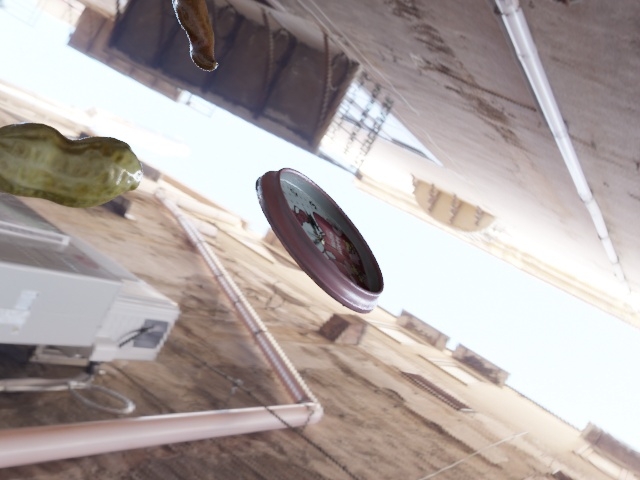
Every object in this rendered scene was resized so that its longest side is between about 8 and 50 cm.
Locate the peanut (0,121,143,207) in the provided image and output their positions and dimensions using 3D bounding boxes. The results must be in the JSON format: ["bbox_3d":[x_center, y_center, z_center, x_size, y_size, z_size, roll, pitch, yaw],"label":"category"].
[{"bbox_3d":[-0.482,-0.138,1.552,0.305,0.147,0.147,12,-96,-10],"label":"peanut"}]

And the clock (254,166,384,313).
[{"bbox_3d":[-0.001,0.001,1.172,0.056,0.244,0.244,-38,-111,18],"label":"clock"}]

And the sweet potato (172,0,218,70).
[{"bbox_3d":[-0.210,-0.366,1.385,0.055,0.058,0.202,-27,-106,43],"label":"sweet potato"}]
